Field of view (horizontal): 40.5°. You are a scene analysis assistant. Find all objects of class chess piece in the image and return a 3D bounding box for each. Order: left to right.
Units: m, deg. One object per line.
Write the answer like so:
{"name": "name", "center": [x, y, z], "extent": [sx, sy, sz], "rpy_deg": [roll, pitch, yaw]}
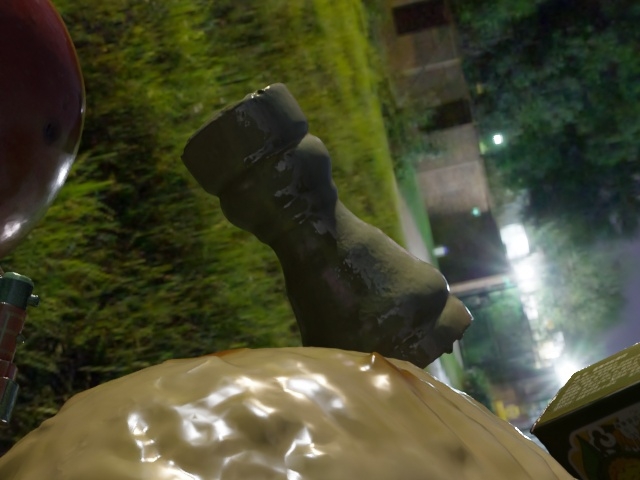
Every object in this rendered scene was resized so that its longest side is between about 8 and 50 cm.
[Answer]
{"name": "chess piece", "center": [0.000, 0.000, 1.234], "extent": [0.442, 0.234, 0.234], "rpy_deg": [55, 5, 1]}

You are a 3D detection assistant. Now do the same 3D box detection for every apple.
{"name": "apple", "center": [-0.398, -0.131, 0.819], "extent": [0.277, 0.348, 0.348], "rpy_deg": [47, 29, -54]}

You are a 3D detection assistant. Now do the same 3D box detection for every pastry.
{"name": "pastry", "center": [-0.028, 0.238, 0.416], "extent": [0.313, 0.388, 0.388], "rpy_deg": [9, -63, 52]}

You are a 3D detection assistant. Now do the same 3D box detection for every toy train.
{"name": "toy train", "center": [-0.211, 0.060, 0.533], "extent": [0.044, 0.064, 0.103], "rpy_deg": [107, -8, -65]}

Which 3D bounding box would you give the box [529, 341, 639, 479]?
{"name": "box", "center": [0.500, 0.256, 0.929], "extent": [0.373, 0.420, 0.138], "rpy_deg": [52, 47, 3]}
